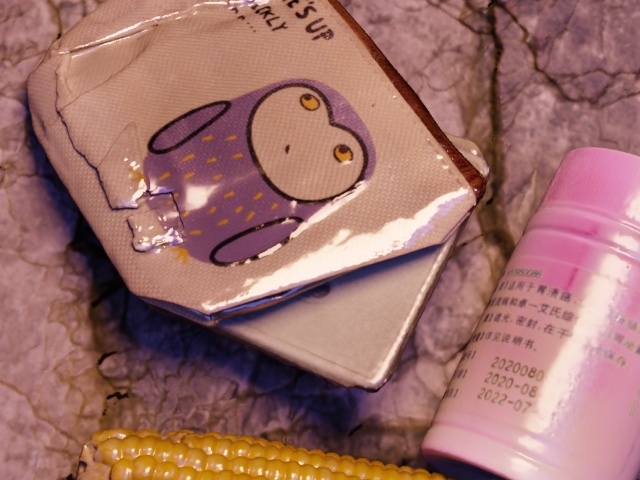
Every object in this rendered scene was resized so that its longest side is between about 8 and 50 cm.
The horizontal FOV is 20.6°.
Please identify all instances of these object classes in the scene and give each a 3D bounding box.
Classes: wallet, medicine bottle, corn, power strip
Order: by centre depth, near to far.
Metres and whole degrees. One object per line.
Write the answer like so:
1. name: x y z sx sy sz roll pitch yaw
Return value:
1. corn: -0.006 0.208 1.240 0.347 0.130 0.130 15 78 -3
2. wallet: -0.060 -0.095 1.280 0.275 0.068 0.335 -31 66 -9
3. medicine bottle: 0.192 0.075 1.284 0.152 0.152 0.254 29 76 -3
4. power strip: 0.000 0.000 1.299 0.198 0.064 0.213 21 68 18
